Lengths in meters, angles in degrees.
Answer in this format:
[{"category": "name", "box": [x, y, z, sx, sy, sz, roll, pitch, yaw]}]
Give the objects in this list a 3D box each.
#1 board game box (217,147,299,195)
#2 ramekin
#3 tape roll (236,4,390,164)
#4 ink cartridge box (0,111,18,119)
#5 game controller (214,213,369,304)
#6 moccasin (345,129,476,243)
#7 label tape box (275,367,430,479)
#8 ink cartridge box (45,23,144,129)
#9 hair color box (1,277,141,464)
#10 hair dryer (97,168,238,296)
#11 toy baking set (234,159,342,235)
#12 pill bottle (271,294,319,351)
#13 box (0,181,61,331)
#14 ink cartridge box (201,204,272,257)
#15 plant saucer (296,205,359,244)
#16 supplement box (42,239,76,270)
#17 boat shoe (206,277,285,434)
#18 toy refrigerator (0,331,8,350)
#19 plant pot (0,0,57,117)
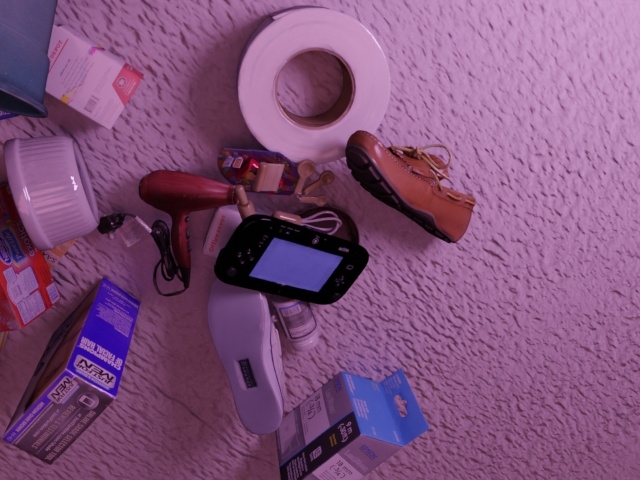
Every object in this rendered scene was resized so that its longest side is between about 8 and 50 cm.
[{"category": "board game box", "box": [-0.123, -0.120, 1.192, 0.169, 0.033, 0.133, 6, 147, 14]}, {"category": "ramekin", "box": [-0.478, -0.093, 1.108, 0.109, 0.207, 0.207, -16, 115, -13]}, {"category": "tape roll", "box": [-0.017, -0.292, 1.152, 0.286, 0.100, 0.286, -3, 114, -8]}, {"category": "ink cartridge box", "box": [-0.679, -0.297, 1.067, 0.224, 0.045, 0.223, -14, 115, -3]}, {"category": "game controller", "box": [-0.050, 0.043, 1.226, 0.319, 0.067, 0.166, 16, 128, -37]}, {"category": "moccasin", "box": [0.192, -0.120, 1.206, 0.380, 0.139, 0.147, 28, 93, -37]}, {"category": "label tape box", "box": [0.057, 0.425, 1.403, 0.334, 0.240, 0.106, -40, 112, 8]}, {"category": "ink cartridge box", "box": [-0.434, -0.303, 1.094, 0.198, 0.067, 0.115, 32, 104, -22]}, {"category": "hair color box", "box": [-0.461, 0.232, 1.174, 0.110, 0.339, 0.185, 40, 102, -23]}, {"category": "hair dryer", "box": [-0.278, -0.037, 1.216, 0.294, 0.080, 0.223, -34, 109, 25]}, {"category": "toy baking set", "box": [-0.057, -0.050, 1.201, 0.197, 0.030, 0.256, -15, 130, -7]}, {"category": "pill bottle", "box": [-0.053, 0.174, 1.362, 0.078, 0.078, 0.137, -19, 115, -1]}, {"category": "box", "box": [-0.615, 0.034, 1.148, 0.123, 0.128, 0.256, -9, 110, 16]}, {"category": "ink cartridge box", "box": [-0.159, -0.010, 1.271, 0.151, 0.063, 0.109, 17, 109, -16]}, {"category": "plant saucer", "box": [0.000, 0.000, 1.322, 0.169, 0.029, 0.168, -3, 114, -7]}, {"category": "supplement box", "box": [-0.540, 0.008, 1.229, 0.062, 0.036, 0.098, 39, 103, -21]}, {"category": "boat shoe", "box": [-0.140, 0.222, 1.337, 0.136, 0.156, 0.366, -13, 99, 10]}, {"category": "toy refrigerator", "box": [-0.728, 0.273, 1.278, 0.094, 0.102, 0.269, 17, 109, -16]}, {"category": "plant pot", "box": [-0.526, -0.394, 0.879, 0.341, 0.341, 0.334, 16, 88, -16]}]
